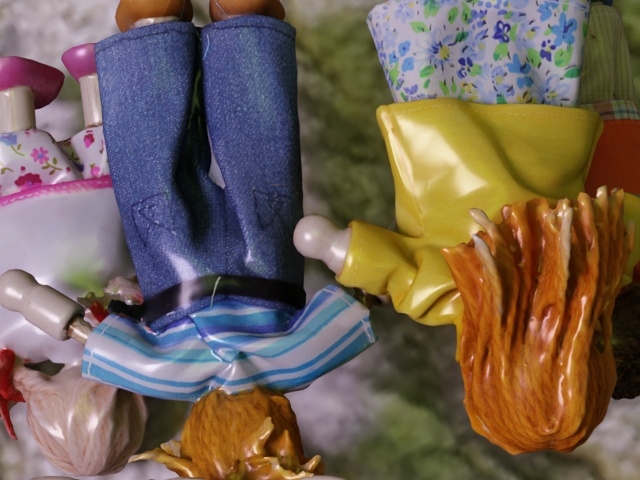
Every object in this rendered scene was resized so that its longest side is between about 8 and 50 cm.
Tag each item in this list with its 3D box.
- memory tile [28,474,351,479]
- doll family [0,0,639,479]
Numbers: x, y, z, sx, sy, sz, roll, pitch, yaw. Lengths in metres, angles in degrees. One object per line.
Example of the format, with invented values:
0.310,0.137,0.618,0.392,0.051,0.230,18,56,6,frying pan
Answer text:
-0.031,0.128,0.513,0.113,0.012,0.148,-4,119,4,memory tile
0.000,0.000,0.536,0.263,0.118,0.163,-9,76,2,doll family
